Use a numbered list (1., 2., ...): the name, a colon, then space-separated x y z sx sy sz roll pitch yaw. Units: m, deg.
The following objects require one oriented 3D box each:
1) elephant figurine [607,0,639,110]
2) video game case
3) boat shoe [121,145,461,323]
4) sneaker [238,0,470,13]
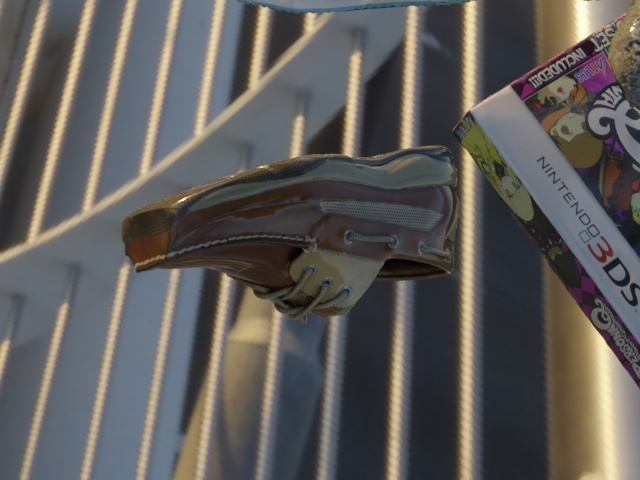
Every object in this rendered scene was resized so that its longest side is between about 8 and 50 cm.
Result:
1. elephant figurine: 0.207 -0.189 0.691 0.239 0.169 0.186 -45 117 -60
2. video game case: 0.233 -0.045 0.948 0.232 0.042 0.210 -31 81 -20
3. boat shoe: 0.000 0.000 1.184 0.324 0.122 0.120 -9 86 -43
4. sneaker: 0.034 -0.205 1.059 0.087 0.229 0.092 -24 111 -59
